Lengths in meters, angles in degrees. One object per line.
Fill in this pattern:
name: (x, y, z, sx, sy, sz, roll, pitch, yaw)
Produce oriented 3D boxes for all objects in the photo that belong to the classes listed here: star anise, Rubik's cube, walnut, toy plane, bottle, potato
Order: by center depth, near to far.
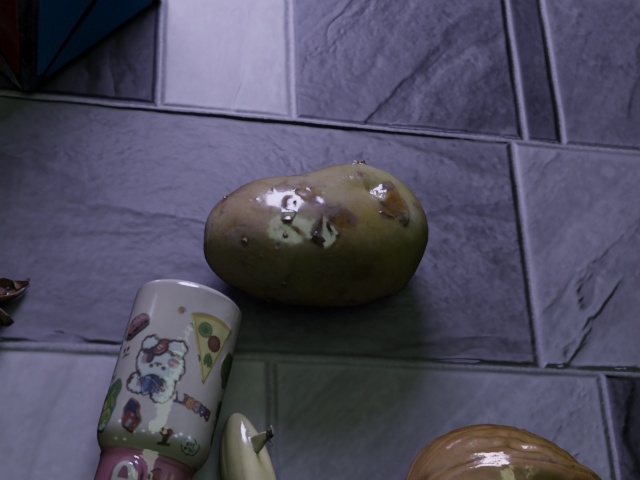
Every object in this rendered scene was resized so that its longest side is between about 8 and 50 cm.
walnut: (0.184, 0.289, 1.113, 0.227, 0.228, 0.228, 6, 63, -11)
toy plane: (-0.059, 0.294, 1.113, 0.241, 0.104, 0.256, 2, 69, -30)
bottle: (-0.160, 0.173, 1.128, 0.120, 0.120, 0.253, 15, 62, -7)
star anise: (-0.377, 0.062, 1.162, 0.129, 0.056, 0.124, 24, 57, -19)
potato: (0.000, 0.000, 1.240, 0.262, 0.165, 0.165, -10, 67, -24)
Rubik's cube: (-0.328, -0.375, 1.283, 0.254, 0.259, 0.260, 40, 63, 6)
